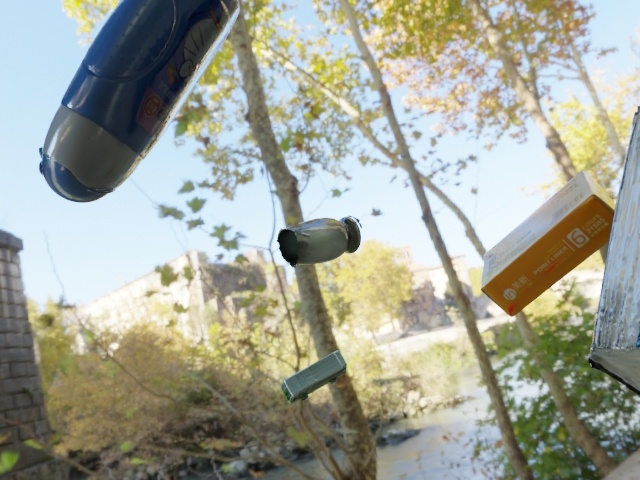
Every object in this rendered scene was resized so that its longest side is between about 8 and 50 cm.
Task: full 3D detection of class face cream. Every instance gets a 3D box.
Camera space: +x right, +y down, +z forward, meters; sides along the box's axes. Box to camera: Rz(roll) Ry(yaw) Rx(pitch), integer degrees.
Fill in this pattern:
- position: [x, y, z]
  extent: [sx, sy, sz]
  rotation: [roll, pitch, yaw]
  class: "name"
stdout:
- position: [-0.181, -0.154, 0.547]
  extent: [0.083, 0.264, 0.149]
  rotation: [30, -6, 6]
  class: "face cream"

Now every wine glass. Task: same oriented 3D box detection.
- position: [0.000, 0.000, 1.362]
  extent: [0.204, 0.111, 0.111]
  rotation: [-13, -9, -39]
  class: "wine glass"

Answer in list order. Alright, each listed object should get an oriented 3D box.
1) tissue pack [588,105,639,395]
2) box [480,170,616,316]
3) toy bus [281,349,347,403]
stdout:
- position: [0.516, 0.009, 0.666]
  extent: [0.264, 0.417, 0.253]
  rotation: [35, -26, -18]
  class: "tissue pack"
- position: [0.441, 0.002, 1.083]
  extent: [0.274, 0.091, 0.221]
  rotation: [-47, -1, 28]
  class: "box"
- position: [-0.008, 0.171, 0.695]
  extent: [0.083, 0.031, 0.037]
  rotation: [-25, -25, -17]
  class: "toy bus"
